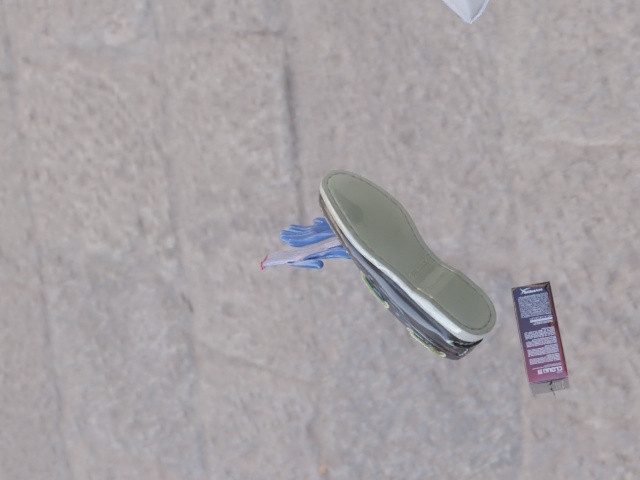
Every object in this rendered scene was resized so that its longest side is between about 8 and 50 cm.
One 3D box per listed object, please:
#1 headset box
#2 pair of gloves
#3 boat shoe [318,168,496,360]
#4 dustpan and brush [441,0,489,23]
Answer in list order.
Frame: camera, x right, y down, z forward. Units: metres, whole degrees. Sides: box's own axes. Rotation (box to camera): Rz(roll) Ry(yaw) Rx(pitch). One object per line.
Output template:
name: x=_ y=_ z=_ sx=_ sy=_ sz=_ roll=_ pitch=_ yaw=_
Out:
headset box: x=0.170 y=0.080 z=0.929 sx=0.032 sy=0.062 sz=0.083 roll=-12 pitch=72 yaw=10
pair of gloves: x=0.000 y=0.000 z=1.748 sx=0.159 sy=0.198 sz=0.023 roll=-9 pitch=107 yaw=21
boat shoe: x=0.073 y=0.026 z=1.207 sx=0.228 sy=0.081 sz=0.069 roll=47 pitch=141 yaw=13
dustpan and brush: x=0.108 y=-0.291 z=1.082 sx=0.147 sy=0.060 sz=0.211 roll=46 pitch=178 yaw=9
